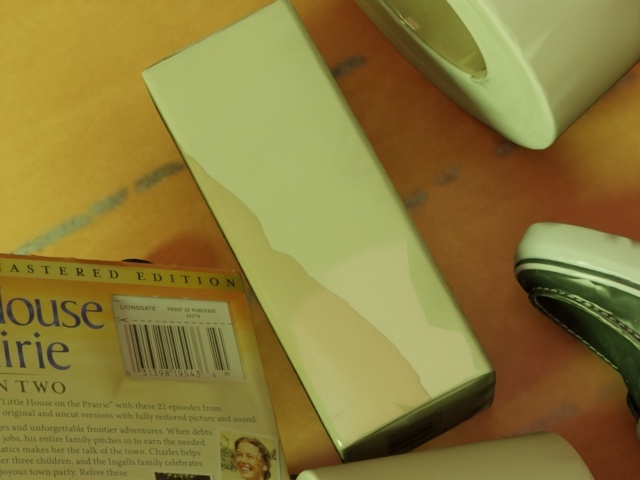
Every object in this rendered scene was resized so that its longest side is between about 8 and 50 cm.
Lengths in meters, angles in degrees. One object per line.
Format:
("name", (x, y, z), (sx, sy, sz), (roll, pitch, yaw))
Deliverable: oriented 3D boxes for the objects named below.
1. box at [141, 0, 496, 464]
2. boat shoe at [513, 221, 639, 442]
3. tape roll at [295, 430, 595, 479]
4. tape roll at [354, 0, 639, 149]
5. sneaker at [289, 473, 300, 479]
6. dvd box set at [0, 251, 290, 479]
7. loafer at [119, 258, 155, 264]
("box", (0.000, 0.000, 1.321), (0.121, 0.148, 0.311), (-28, 73, -3))
("boat shoe", (0.270, 0.106, 1.277), (0.335, 0.121, 0.119), (30, 75, 10))
("tape roll", (0.088, 0.254, 1.176), (0.169, 0.246, 0.246), (-8, 74, -12))
("tape roll", (0.099, -0.199, 1.295), (0.100, 0.286, 0.286), (-44, 75, -7))
("sneaker", (-0.099, 0.285, 1.290), (0.297, 0.111, 0.129), (-44, 97, -7))
("dvd box set", (-0.153, 0.197, 1.132), (0.308, 0.062, 0.420), (4, 54, -30))
("loafer", (-0.154, 0.118, 1.337), (0.076, 0.078, 0.223), (11, 76, 8))
